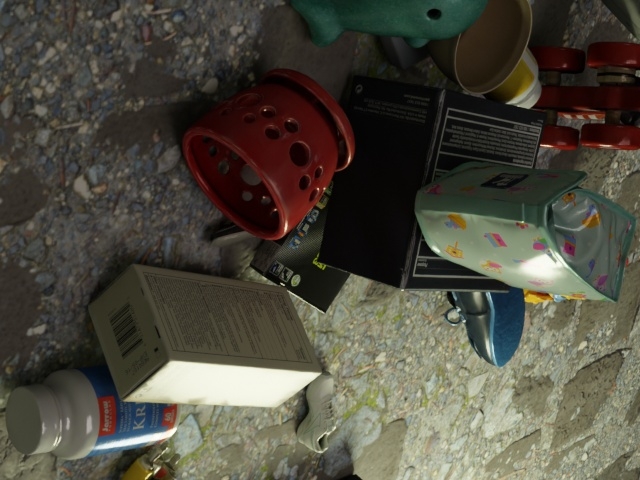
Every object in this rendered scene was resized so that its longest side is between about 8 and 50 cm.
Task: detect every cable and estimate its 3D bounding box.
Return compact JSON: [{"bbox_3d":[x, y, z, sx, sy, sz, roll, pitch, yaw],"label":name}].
[{"bbox_3d":[-0.321,0.425,1.880,0.287,0.072,0.139,-41,157,-1],"label":"cable"}]

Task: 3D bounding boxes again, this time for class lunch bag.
[{"bbox_3d":[0.284,-0.022,1.711,0.262,0.223,0.160,24,79,-48],"label":"lunch bag"}]

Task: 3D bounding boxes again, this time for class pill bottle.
[{"bbox_3d":[-0.311,0.233,1.677,0.221,0.124,0.124,-4,118,-46],"label":"pill bottle"},{"bbox_3d":[0.286,-0.282,1.958,0.103,0.103,0.184,-53,139,-4],"label":"pill bottle"}]

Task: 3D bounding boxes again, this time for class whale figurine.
[{"bbox_3d":[0.097,-0.325,1.634,0.272,0.141,0.216,-18,136,14],"label":"whale figurine"}]

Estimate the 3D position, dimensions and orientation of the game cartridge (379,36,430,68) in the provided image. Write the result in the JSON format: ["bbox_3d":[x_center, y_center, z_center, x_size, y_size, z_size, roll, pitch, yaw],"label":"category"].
[{"bbox_3d":[0.190,-0.401,1.820,0.297,0.062,0.198,-43,144,-16],"label":"game cartridge"}]

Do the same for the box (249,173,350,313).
[{"bbox_3d":[0.000,0.000,1.903,0.190,0.045,0.184,-56,139,-2],"label":"box"}]

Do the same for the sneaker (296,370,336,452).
[{"bbox_3d":[0.005,0.295,2.103,0.054,0.061,0.152,-11,122,-40],"label":"sneaker"}]

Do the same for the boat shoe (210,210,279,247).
[{"bbox_3d":[-0.110,-0.021,1.781,0.125,0.038,0.046,-17,169,-32],"label":"boat shoe"}]

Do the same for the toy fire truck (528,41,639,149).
[{"bbox_3d":[0.492,-0.234,2.068,0.254,0.302,0.169,1,94,-43],"label":"toy fire truck"}]

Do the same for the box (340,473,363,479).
[{"bbox_3d":[-0.041,0.607,2.261,0.295,0.073,0.293,-16,127,-39],"label":"box"}]

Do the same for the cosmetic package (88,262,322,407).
[{"bbox_3d":[-0.157,0.140,1.726,0.113,0.160,0.309,-40,148,27],"label":"cosmetic package"}]

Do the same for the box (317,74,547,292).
[{"bbox_3d":[0.172,-0.081,1.875,0.296,0.183,0.294,4,98,-49],"label":"box"}]

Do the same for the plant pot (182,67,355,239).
[{"bbox_3d":[-0.062,-0.125,1.642,0.174,0.191,0.191,-45,140,-22],"label":"plant pot"}]

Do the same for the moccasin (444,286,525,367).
[{"bbox_3d":[0.290,0.083,2.217,0.138,0.117,0.342,-45,137,-34],"label":"moccasin"}]

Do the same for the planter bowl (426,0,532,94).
[{"bbox_3d":[0.214,-0.307,1.782,0.162,0.109,0.162,-25,132,-32],"label":"planter bowl"}]

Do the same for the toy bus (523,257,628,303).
[{"bbox_3d":[0.458,0.040,2.281,0.149,0.211,0.220,2,116,-49],"label":"toy bus"}]

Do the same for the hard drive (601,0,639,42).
[{"bbox_3d":[0.497,-0.465,1.934,0.047,0.233,0.353,-26,141,-3],"label":"hard drive"}]
